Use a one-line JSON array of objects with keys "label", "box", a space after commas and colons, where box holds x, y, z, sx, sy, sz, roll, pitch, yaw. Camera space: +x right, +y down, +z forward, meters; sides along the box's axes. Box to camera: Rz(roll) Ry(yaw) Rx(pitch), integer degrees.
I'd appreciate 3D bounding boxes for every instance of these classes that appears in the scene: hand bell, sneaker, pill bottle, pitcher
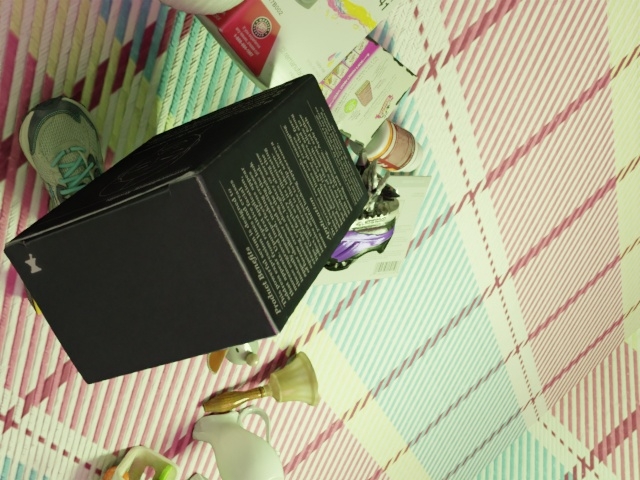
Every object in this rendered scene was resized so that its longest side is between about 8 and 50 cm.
[{"label": "hand bell", "box": [-0.136, 0.332, 1.913, 0.242, 0.126, 0.126, -14, 136, -21]}, {"label": "sneaker", "box": [-0.334, -0.076, 1.255, 0.110, 0.122, 0.283, -29, 142, -21]}, {"label": "pill bottle", "box": [0.127, -0.177, 1.651, 0.152, 0.086, 0.086, 18, 112, -51]}, {"label": "pitcher", "box": [-0.151, 0.454, 1.911, 0.178, 0.207, 0.125, -20, 138, -33]}, {"label": "sneaker", "box": [0.001, 0.000, 1.623, 0.293, 0.102, 0.146, -6, 130, -11]}]

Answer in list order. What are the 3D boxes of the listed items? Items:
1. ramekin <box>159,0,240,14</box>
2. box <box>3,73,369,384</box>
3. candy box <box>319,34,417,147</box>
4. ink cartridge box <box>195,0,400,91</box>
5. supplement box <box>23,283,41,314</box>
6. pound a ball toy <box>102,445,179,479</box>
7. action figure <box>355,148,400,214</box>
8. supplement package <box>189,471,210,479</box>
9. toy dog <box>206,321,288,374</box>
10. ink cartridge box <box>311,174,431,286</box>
[{"label": "ramekin", "box": [-0.148, -0.375, 1.076, 0.207, 0.207, 0.109, -14, 170, -37]}, {"label": "box", "box": [-0.149, -0.028, 1.163, 0.212, 0.294, 0.395, 65, 28, -17]}, {"label": "candy box", "box": [0.042, -0.271, 1.484, 0.159, 0.071, 0.233, -52, 144, 10]}, {"label": "ink cartridge box", "box": [-0.019, -0.372, 1.268, 0.306, 0.131, 0.226, -44, 145, 2]}, {"label": "supplement box", "box": [-0.418, 0.071, 1.389, 0.083, 0.043, 0.055, -24, 140, -26]}, {"label": "pound a ball toy", "box": [-0.413, 0.562, 1.787, 0.319, 0.136, 0.208, -63, 177, 25]}, {"label": "action figure", "box": [0.040, -0.104, 1.509, 0.276, 0.164, 0.140, -36, 144, -54]}, {"label": "supplement package", "box": [-0.236, 0.696, 2.071, 0.145, 0.204, 0.262, -41, 145, -7]}, {"label": "toy dog", "box": [-0.147, 0.143, 1.635, 0.220, 0.161, 0.334, -45, 145, 1]}, {"label": "ink cartridge box", "box": [0.083, -0.031, 1.782, 0.275, 0.060, 0.238, -4, 117, -43]}]
